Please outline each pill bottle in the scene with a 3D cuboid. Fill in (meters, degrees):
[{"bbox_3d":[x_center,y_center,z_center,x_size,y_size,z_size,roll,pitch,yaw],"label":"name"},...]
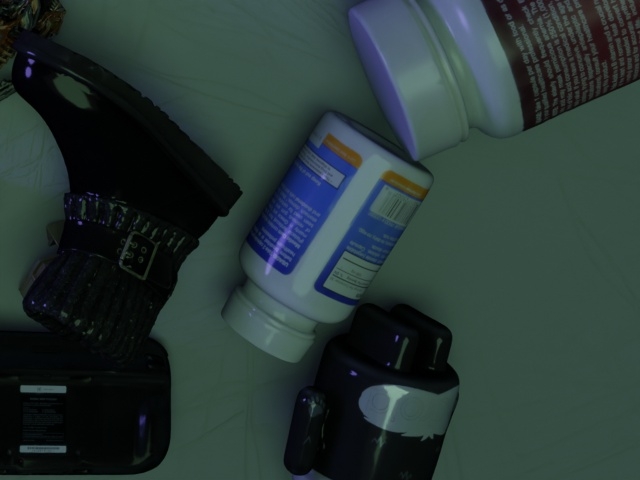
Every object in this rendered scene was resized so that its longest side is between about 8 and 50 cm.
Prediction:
[{"bbox_3d":[0.245,-0.251,1.856,0.392,0.224,0.224,-24,111,-4],"label":"pill bottle"},{"bbox_3d":[0.000,0.000,1.921,0.152,0.152,0.272,30,100,-19],"label":"pill bottle"}]

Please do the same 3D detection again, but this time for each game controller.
[{"bbox_3d":[-0.325,0.188,1.919,0.319,0.067,0.166,3,86,-22],"label":"game controller"}]

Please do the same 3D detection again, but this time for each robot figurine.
[{"bbox_3d":[0.065,0.216,1.996,0.209,0.173,0.278,14,104,-5],"label":"robot figurine"}]

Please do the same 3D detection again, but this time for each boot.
[{"bbox_3d":[-0.259,-0.037,1.802,0.348,0.131,0.260,43,78,-34],"label":"boot"}]

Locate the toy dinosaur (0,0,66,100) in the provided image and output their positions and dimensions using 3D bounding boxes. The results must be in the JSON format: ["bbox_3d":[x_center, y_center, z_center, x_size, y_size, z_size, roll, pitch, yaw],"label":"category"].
[{"bbox_3d":[-0.438,-0.203,1.775,0.322,0.164,0.218,-42,129,-19],"label":"toy dinosaur"}]

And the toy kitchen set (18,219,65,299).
[{"bbox_3d":[-0.307,0.026,1.934,0.083,0.075,0.068,-20,71,-39],"label":"toy kitchen set"}]
